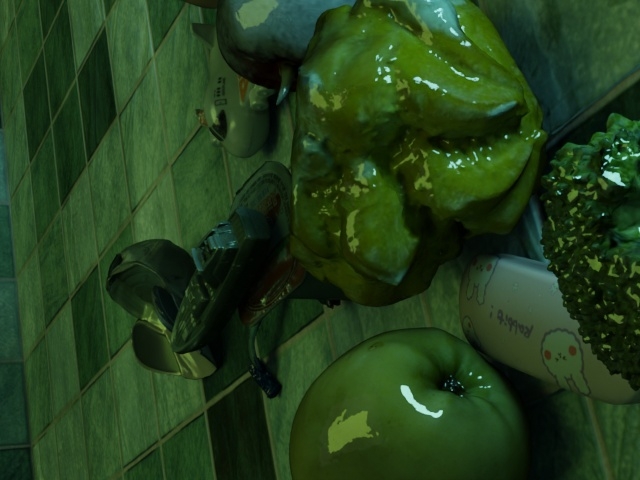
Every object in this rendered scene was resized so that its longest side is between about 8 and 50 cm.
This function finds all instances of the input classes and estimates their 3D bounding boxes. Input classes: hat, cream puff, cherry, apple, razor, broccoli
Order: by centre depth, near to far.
[{"bbox_3d":[0.302,0.025,0.905,0.235,0.260,0.288,-26,110,45],"label":"broccoli"},{"bbox_3d":[0.101,0.222,1.247,0.262,0.262,0.262,-3,86,62],"label":"apple"},{"bbox_3d":[0.109,-0.106,1.268,0.378,0.276,0.378,6,-90,-89],"label":"cream puff"},{"bbox_3d":[-0.031,-0.321,1.544,0.255,0.218,0.296,161,112,-65],"label":"cherry"},{"bbox_3d":[-0.076,0.088,1.785,0.093,0.056,0.324,45,127,55],"label":"razor"},{"bbox_3d":[-0.268,0.123,2.053,0.275,0.161,0.232,57,154,11],"label":"hat"}]

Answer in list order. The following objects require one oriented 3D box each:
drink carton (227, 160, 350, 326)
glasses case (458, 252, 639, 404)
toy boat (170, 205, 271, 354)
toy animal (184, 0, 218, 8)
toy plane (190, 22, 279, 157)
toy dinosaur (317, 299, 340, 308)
[{"bbox_3d":[0.000,0.000,1.504,0.185,0.190,0.191,-49,48,51],"label":"drink carton"},{"bbox_3d":[0.241,0.085,1.175,0.297,0.075,0.113,18,108,61],"label":"glasses case"},{"bbox_3d":[-0.145,0.062,1.480,0.260,0.085,0.078,-57,42,38],"label":"toy boat"},{"bbox_3d":[-0.137,-0.452,1.745,0.256,0.213,0.195,25,126,62],"label":"toy animal"},{"bbox_3d":[-0.147,-0.250,1.862,0.245,0.118,0.244,-7,82,60],"label":"toy plane"},{"bbox_3d":[-0.003,0.040,1.652,0.154,0.055,0.049,64,145,36],"label":"toy dinosaur"}]
